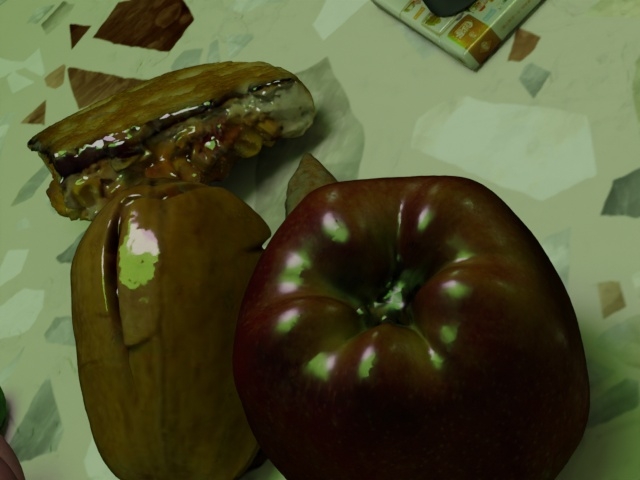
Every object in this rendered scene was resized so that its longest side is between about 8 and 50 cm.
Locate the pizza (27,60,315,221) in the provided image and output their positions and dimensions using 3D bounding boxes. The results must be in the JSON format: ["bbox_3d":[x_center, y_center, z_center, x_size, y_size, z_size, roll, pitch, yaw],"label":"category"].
[{"bbox_3d":[-0.186,-0.113,1.773,0.409,0.114,0.278,-14,25,31],"label":"pizza"}]

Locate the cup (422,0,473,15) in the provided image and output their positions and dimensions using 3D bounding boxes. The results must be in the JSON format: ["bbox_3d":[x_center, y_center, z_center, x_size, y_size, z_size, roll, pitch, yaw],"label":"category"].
[{"bbox_3d":[0.116,-0.290,1.661,0.100,0.077,0.078,5,61,47],"label":"cup"}]

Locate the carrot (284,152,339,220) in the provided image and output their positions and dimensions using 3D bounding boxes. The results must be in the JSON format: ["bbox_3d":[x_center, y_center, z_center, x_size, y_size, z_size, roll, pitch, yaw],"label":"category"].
[{"bbox_3d":[0.000,0.000,1.550,0.102,0.102,0.263,-31,39,18],"label":"carrot"}]

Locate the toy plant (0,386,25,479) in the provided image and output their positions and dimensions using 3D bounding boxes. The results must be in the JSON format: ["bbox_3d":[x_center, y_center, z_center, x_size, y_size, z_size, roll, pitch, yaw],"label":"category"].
[{"bbox_3d":[-0.428,0.283,1.608,0.317,0.210,0.356,-53,26,-7],"label":"toy plant"}]

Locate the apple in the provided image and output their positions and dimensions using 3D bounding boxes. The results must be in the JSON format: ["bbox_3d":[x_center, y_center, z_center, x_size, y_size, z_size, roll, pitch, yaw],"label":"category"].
[{"bbox_3d":[0.070,0.094,1.238,0.288,0.317,0.288,-5,65,11],"label":"apple"}]

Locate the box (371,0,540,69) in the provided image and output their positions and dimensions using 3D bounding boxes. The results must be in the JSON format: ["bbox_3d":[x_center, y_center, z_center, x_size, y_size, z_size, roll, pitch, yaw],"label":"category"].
[{"bbox_3d":[0.144,-0.270,1.706,0.122,0.032,0.220,-46,38,0],"label":"box"}]

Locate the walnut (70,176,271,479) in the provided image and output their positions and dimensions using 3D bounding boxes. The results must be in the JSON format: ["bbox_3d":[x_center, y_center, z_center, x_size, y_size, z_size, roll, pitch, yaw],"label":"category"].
[{"bbox_3d":[-0.133,0.105,1.481,0.209,0.209,0.336,-6,82,40],"label":"walnut"}]
